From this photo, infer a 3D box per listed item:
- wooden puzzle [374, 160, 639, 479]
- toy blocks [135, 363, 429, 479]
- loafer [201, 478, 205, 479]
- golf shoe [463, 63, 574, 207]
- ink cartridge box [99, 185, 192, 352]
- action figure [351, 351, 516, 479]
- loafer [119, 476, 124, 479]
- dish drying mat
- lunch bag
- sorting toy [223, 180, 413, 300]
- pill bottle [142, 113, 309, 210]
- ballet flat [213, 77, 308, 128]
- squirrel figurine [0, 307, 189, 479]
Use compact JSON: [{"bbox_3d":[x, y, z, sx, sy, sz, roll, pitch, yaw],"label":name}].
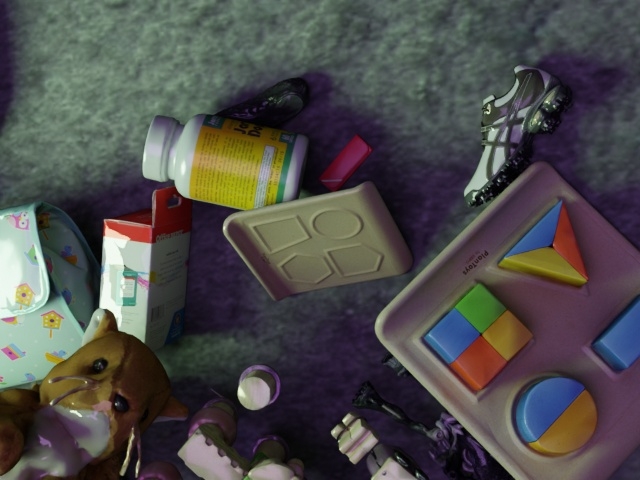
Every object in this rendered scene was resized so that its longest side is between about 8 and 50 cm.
[{"bbox_3d":[0.294,0.118,1.307,0.322,0.080,0.348,-44,87,-10],"label":"wooden puzzle"},{"bbox_3d":[-0.052,0.309,1.416,0.288,0.260,0.309,41,98,1],"label":"toy blocks"},{"bbox_3d":[-0.110,0.423,1.534,0.220,0.080,0.078,28,105,10],"label":"loafer"},{"bbox_3d":[0.235,-0.135,1.360,0.094,0.077,0.198,40,100,18],"label":"golf shoe"},{"bbox_3d":[-0.245,0.033,1.484,0.078,0.134,0.231,8,100,15],"label":"ink cartridge box"},{"bbox_3d":[0.188,0.242,1.393,0.275,0.141,0.164,34,100,0],"label":"action figure"},{"bbox_3d":[-0.317,0.386,1.600,0.170,0.062,0.061,35,101,7],"label":"loafer"},{"bbox_3d":[0.034,-0.105,1.449,0.032,0.008,0.083,44,107,7],"label":"dish drying mat"},{"bbox_3d":[-0.433,0.071,1.486,0.223,0.160,0.262,-12,128,16],"label":"lunch bag"},{"bbox_3d":[0.000,0.000,1.408,0.208,0.193,0.038,-15,50,15],"label":"sorting toy"},{"bbox_3d":[-0.127,-0.105,1.418,0.208,0.117,0.118,12,102,1],"label":"pill bottle"},{"bbox_3d":[-0.091,-0.175,1.464,0.173,0.049,0.057,-19,123,22],"label":"ballet flat"},{"bbox_3d":[-0.367,0.258,1.378,0.370,0.397,0.281,-42,95,-7],"label":"squirrel figurine"}]
